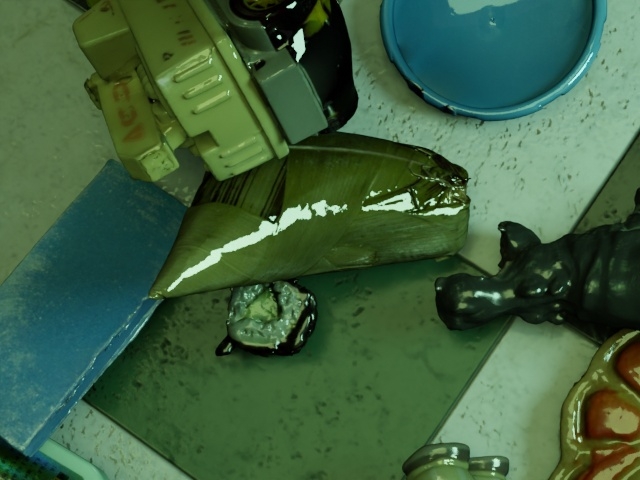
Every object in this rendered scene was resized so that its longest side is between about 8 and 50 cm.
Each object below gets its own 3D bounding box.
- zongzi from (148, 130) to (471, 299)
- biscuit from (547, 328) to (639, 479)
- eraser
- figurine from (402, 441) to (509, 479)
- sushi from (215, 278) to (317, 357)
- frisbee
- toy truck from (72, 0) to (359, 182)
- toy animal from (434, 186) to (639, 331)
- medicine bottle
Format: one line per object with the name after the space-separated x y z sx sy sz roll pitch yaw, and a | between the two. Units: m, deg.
0.000 0.000 1.418 0.274 0.300 0.145 11 125 8 | zongzi
0.406 0.234 1.423 0.359 0.074 0.381 25 87 10 | biscuit
-0.262 0.067 1.524 0.144 0.042 0.312 33 72 14 | eraser
0.138 0.384 1.361 0.203 0.248 0.380 -5 66 13 | figurine
-0.053 0.083 1.503 0.094 0.084 0.098 14 86 7 | sushi
0.184 -0.242 1.549 0.242 0.045 0.242 -1 80 7 | frisbee
-0.133 -0.230 1.451 0.254 0.180 0.405 -28 48 -2 | toy truck
0.292 0.032 1.432 0.343 0.106 0.168 1 44 23 | toy animal
-0.288 0.273 1.501 0.229 0.083 0.121 28 77 13 | medicine bottle
